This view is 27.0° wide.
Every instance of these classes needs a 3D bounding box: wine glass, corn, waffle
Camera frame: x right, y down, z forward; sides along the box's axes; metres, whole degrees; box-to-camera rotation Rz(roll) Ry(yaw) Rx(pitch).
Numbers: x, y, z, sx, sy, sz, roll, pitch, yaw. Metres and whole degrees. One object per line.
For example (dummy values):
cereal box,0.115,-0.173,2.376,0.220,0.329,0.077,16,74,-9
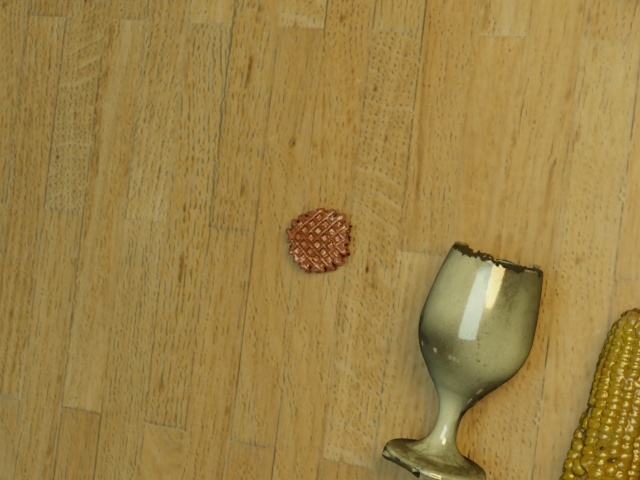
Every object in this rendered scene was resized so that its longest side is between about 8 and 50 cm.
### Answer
wine glass,0.155,0.130,1.413,0.126,0.126,0.241,21,99,25
corn,0.295,0.227,1.359,0.097,0.097,0.319,16,92,25
waffle,0.000,0.000,1.545,0.083,0.029,0.075,-6,86,23
